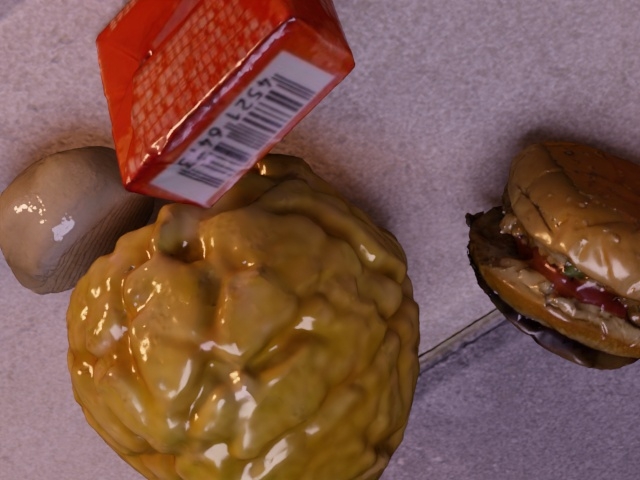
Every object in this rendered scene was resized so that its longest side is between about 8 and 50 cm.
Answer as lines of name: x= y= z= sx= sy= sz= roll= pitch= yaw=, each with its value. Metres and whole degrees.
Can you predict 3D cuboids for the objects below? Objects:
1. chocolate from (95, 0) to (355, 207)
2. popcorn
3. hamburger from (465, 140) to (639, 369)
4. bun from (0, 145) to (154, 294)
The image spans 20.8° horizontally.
chocolate: x=-0.090 y=-0.177 z=1.609 sx=0.108 sy=0.235 sz=0.237 roll=27 pitch=119 yaw=-35
popcorn: x=-0.058 y=0.113 z=1.740 sx=0.344 sy=0.390 sz=0.354 roll=-34 pitch=86 yaw=6
hamburger: x=0.277 y=0.005 z=1.767 sx=0.244 sy=0.244 sz=0.163 roll=22 pitch=122 yaw=-19
bun: x=-0.260 y=-0.030 z=1.765 sx=0.173 sy=0.166 sz=0.113 roll=-44 pitch=75 yaw=17
